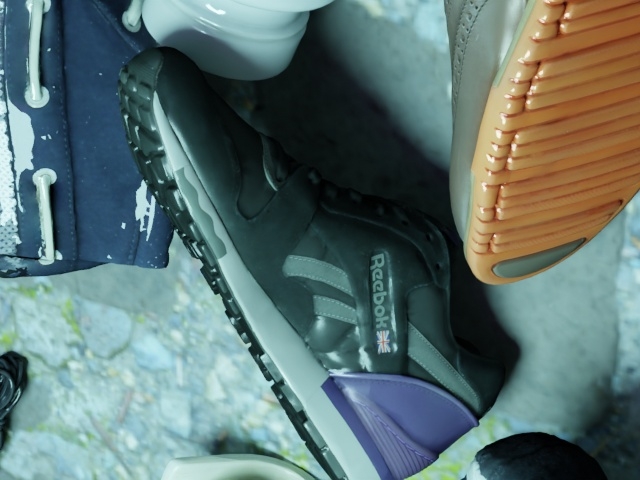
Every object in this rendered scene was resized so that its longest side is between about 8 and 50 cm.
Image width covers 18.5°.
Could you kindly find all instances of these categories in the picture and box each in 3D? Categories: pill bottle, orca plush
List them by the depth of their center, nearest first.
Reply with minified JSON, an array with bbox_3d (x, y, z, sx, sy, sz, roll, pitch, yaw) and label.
[{"bbox_3d":[-0.023,-0.179,0.979,0.112,0.112,0.187,34,125,13],"label":"pill bottle"},{"bbox_3d":[0.161,0.193,1.054,0.102,0.151,0.287,-28,118,-7],"label":"orca plush"}]

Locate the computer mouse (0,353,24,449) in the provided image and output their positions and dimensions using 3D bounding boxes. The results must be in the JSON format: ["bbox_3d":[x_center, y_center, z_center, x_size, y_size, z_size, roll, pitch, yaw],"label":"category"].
[{"bbox_3d":[-0.285,0.081,1.303,0.193,0.042,0.106,28,128,10],"label":"computer mouse"}]

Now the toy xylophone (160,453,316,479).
[{"bbox_3d":[0.005,0.280,1.148,0.322,0.081,0.236,37,126,40],"label":"toy xylophone"}]

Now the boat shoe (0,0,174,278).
[{"bbox_3d":[-0.139,-0.140,1.081,0.158,0.127,0.341,5,104,-7],"label":"boat shoe"}]

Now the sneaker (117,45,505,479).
[{"bbox_3d":[0.000,0.000,1.037,0.283,0.124,0.107,60,172,-27],"label":"sneaker"}]

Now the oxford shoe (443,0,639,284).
[{"bbox_3d":[0.113,-0.145,0.933,0.133,0.130,0.364,46,137,40],"label":"oxford shoe"}]
